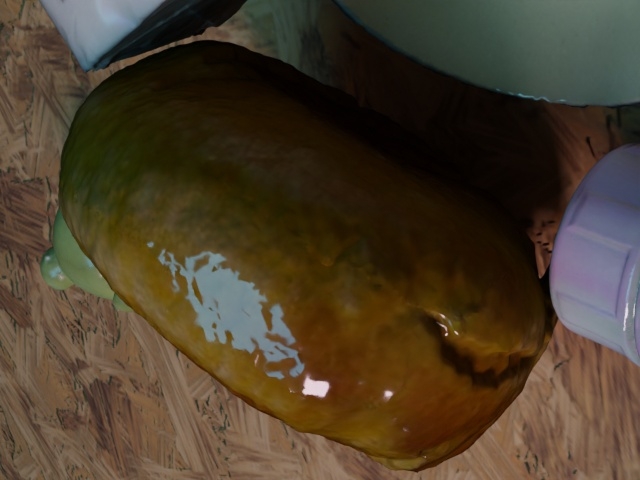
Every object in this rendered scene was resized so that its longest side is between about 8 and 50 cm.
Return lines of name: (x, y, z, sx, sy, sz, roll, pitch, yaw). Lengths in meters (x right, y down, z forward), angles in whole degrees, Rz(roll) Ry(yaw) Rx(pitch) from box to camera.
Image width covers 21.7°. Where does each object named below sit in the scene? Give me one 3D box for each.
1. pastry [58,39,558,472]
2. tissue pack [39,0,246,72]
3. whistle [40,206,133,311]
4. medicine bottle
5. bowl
pastry: (0.000, 0.000, 1.039, 0.356, 0.356, 0.164, 42, 105, 21)
tissue pack: (-0.117, -0.323, 1.011, 0.266, 0.194, 0.356, -34, 88, 36)
whistle: (-0.118, 0.007, 1.357, 0.288, 0.131, 0.106, 17, 157, 38)
medicine bottle: (0.231, 0.025, 0.949, 0.168, 0.135, 0.135, 23, 131, 38)
bowl: (0.116, -0.167, 0.922, 0.211, 0.112, 0.211, 17, 167, 4)
